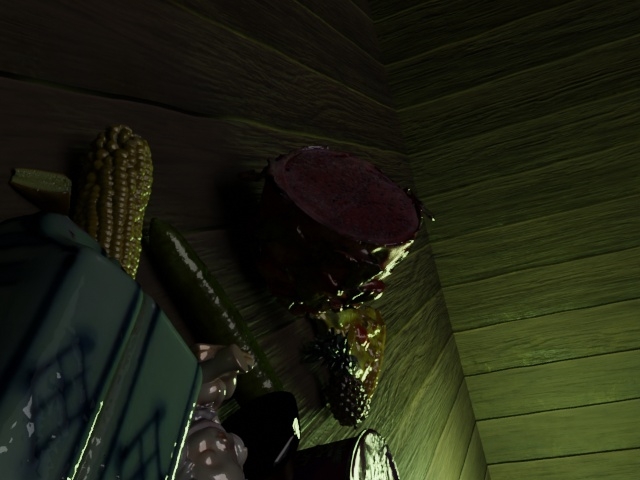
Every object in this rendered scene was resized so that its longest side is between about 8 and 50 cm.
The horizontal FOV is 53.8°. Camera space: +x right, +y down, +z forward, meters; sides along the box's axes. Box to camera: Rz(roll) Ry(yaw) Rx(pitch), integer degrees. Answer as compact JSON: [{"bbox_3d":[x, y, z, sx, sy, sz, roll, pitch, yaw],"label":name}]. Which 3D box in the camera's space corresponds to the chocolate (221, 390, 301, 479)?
[{"bbox_3d":[-0.083,0.293,0.876,0.148,0.125,0.080,-87,159,-59],"label":"chocolate"}]

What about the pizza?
[{"bbox_3d":[0.060,0.211,1.363,0.287,0.075,0.279,48,41,-42],"label":"pizza"}]

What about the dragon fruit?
[{"bbox_3d":[0.000,0.000,1.158,0.296,0.314,0.262,-45,164,-52],"label":"dragon fruit"}]

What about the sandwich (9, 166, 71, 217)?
[{"bbox_3d":[-0.290,-0.053,0.686,0.083,0.044,0.030,51,27,-53],"label":"sandwich"}]

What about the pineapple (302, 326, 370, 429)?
[{"bbox_3d":[0.037,0.285,1.263,0.083,0.103,0.221,-113,-174,-73],"label":"pineapple"}]

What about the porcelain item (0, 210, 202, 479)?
[{"bbox_3d":[-0.233,0.129,0.361,0.285,0.282,0.157,-80,152,-45],"label":"porcelain item"}]

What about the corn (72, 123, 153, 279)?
[{"bbox_3d":[-0.245,-0.008,0.718,0.086,0.087,0.288,47,37,-53],"label":"corn"}]

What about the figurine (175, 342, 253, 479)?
[{"bbox_3d":[-0.137,0.247,0.741,0.162,0.141,0.236,37,43,-53],"label":"figurine"}]

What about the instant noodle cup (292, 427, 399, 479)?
[{"bbox_3d":[0.000,0.413,0.923,0.251,0.190,0.251,-13,90,-70],"label":"instant noodle cup"}]

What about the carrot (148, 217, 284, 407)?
[{"bbox_3d":[-0.150,0.117,0.910,0.358,0.074,0.074,63,23,-23],"label":"carrot"}]
